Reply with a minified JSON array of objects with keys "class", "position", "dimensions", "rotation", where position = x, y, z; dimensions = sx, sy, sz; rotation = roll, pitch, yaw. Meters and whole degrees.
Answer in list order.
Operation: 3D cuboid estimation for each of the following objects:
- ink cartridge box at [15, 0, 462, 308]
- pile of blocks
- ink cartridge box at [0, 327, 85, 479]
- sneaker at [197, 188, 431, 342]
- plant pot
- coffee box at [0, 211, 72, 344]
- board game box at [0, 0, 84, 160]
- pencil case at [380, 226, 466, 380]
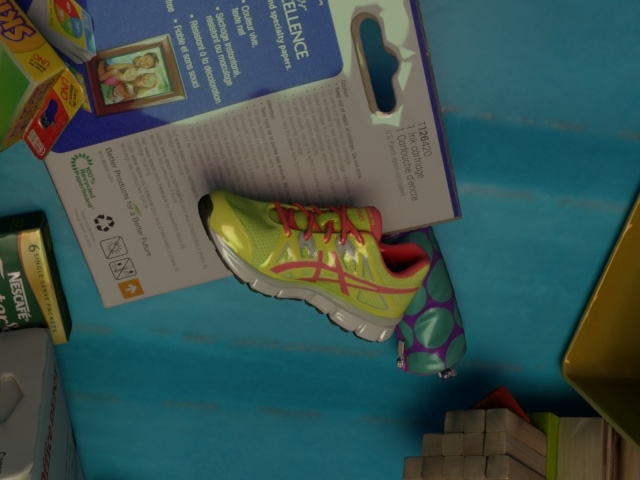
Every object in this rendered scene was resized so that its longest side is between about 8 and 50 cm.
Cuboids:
[{"class":"ink cartridge box","position":[-0.070,-0.115,0.850],"dimensions":[0.307,0.072,0.303],"rotation":[-16,121,0]},{"class":"pile of blocks","position":[0.245,0.211,1.047],"dimensions":[0.362,0.149,0.112],"rotation":[20,64,-25]},{"class":"ink cartridge box","position":[-0.257,0.238,0.899],"dimensions":[0.114,0.197,0.272],"rotation":[-7,121,-6]},{"class":"sneaker","position":[0.000,0.000,0.847],"dimensions":[0.208,0.081,0.094],"rotation":[26,117,-35]},{"class":"plant pot","position":[0.375,0.090,0.960],"dimensions":[0.187,0.212,0.212],"rotation":[11,110,-27]},{"class":"coffee box","position":[-0.311,0.046,0.921],"dimensions":[0.184,0.040,0.113],"rotation":[-8,113,-5]},{"class":"board game box","position":[-0.269,-0.172,0.763],"dimensions":[0.259,0.124,0.039],"rotation":[49,56,-4]},{"class":"pencil case","position":[0.081,0.047,0.964],"dimensions":[0.070,0.064,0.151],"rotation":[-29,114,-22]}]
